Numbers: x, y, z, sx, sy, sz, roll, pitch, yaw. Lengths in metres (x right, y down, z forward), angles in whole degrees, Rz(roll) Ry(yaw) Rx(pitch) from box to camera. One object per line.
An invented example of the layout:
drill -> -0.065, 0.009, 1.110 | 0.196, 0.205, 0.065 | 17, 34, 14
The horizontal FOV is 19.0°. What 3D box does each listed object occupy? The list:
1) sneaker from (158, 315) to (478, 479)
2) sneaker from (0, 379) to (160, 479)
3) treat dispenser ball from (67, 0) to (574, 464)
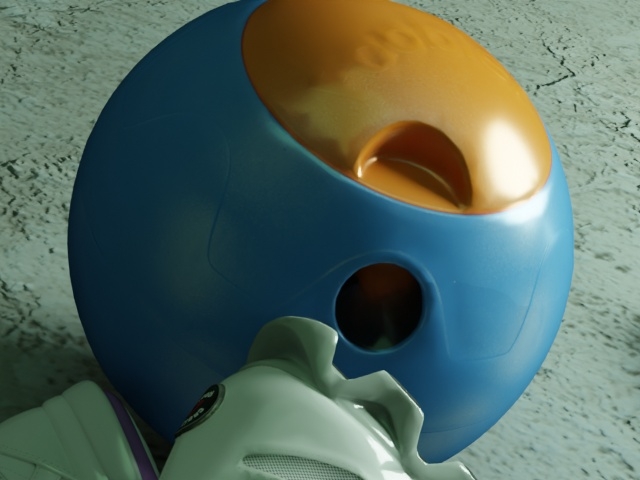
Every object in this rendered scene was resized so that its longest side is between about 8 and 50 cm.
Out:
sneaker -> 0.051, 0.200, 0.904 | 0.330, 0.122, 0.146 | 42, 52, 1
sneaker -> -0.126, 0.201, 0.925 | 0.152, 0.114, 0.305 | -18, 38, -10
treat dispenser ball -> 0.000, 0.000, 1.092 | 0.288, 0.288, 0.288 | 9, 31, -5
